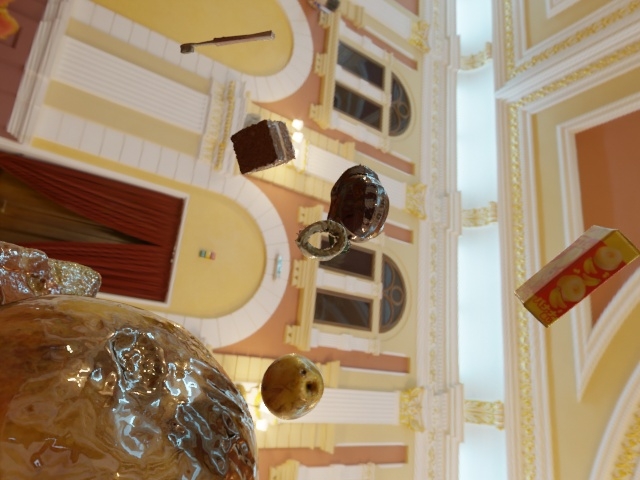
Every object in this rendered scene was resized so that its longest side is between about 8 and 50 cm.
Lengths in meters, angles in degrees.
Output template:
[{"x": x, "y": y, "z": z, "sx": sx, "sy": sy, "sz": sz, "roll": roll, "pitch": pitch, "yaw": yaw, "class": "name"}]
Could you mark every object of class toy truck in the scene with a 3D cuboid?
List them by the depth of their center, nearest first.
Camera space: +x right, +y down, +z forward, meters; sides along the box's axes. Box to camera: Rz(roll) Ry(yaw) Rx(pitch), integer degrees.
[{"x": 0.078, "y": -0.016, "z": 1.868, "sx": 0.065, "sy": 0.079, "sz": 0.147, "roll": -22, "pitch": -115, "yaw": 37, "class": "toy truck"}]

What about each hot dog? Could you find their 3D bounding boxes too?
[{"x": -0.401, "y": 0.065, "z": 0.559, "sx": 0.093, "sy": 0.261, "sz": 0.123, "roll": -30, "pitch": -114, "yaw": 10, "class": "hot dog"}]

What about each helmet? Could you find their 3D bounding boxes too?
[{"x": 0.160, "y": -0.128, "z": 1.674, "sx": 0.177, "sy": 0.225, "sz": 0.305, "roll": -140, "pitch": -120, "yaw": -62, "class": "helmet"}]

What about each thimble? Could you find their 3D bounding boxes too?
[{"x": 0.000, "y": 0.000, "z": 0.954, "sx": 0.062, "sy": 0.110, "sz": 0.084, "roll": 132, "pitch": -40, "yaw": -76, "class": "thimble"}]

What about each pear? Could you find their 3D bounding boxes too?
[{"x": -0.120, "y": 0.625, "z": 1.896, "sx": 0.281, "sy": 0.280, "sz": 0.281, "roll": -30, "pitch": -128, "yaw": 49, "class": "pear"}]

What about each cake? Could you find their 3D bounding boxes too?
[{"x": -0.156, "y": -0.264, "z": 1.260, "sx": 0.135, "sy": 0.147, "sz": 0.134, "roll": -14, "pitch": -89, "yaw": 23, "class": "cake"}]

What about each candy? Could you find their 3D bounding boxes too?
[{"x": 0.632, "y": 0.087, "z": 1.111, "sx": 0.088, "sy": 0.146, "sz": 0.276, "roll": 46, "pitch": -77, "yaw": 6, "class": "candy"}]

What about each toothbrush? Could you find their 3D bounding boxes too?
[{"x": -0.170, "y": -0.352, "z": 0.785, "sx": 0.194, "sy": 0.014, "sz": 0.017, "roll": 1, "pitch": -97, "yaw": 21, "class": "toothbrush"}]

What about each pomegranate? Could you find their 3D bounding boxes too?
[{"x": -0.208, "y": 0.195, "z": 0.367, "sx": 0.322, "sy": 0.322, "sz": 0.322, "roll": -30, "pitch": -128, "yaw": 49, "class": "pomegranate"}]
